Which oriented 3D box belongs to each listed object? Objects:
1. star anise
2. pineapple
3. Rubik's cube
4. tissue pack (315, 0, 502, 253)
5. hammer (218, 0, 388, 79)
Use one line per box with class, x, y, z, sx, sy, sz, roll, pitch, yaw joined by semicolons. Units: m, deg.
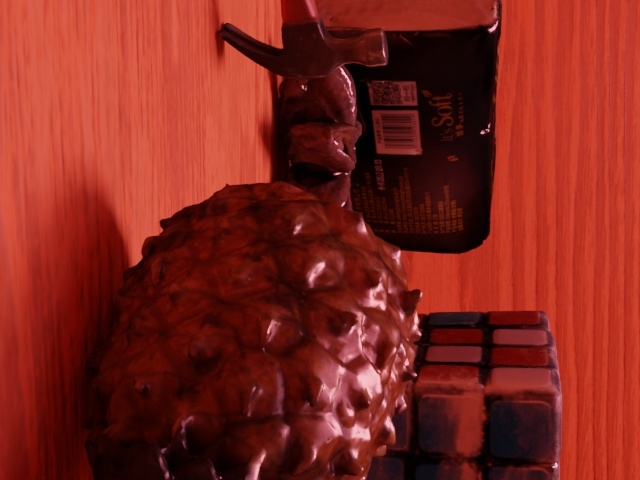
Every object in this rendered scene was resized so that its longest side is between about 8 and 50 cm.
star anise;-0.001;-0.088;1.040;0.212;0.073;0.197;-84;175;-51
pineapple;-0.055;0.099;0.493;0.279;0.157;0.158;-62;154;-48
Rubik's cube;0.100;0.217;1.112;0.253;0.256;0.259;-44;133;-76
tissue pack;0.091;-0.163;1.257;0.370;0.209;0.198;82;17;-55
hammer;-0.033;-0.240;0.748;0.033;0.111;0.288;-81;161;-63
